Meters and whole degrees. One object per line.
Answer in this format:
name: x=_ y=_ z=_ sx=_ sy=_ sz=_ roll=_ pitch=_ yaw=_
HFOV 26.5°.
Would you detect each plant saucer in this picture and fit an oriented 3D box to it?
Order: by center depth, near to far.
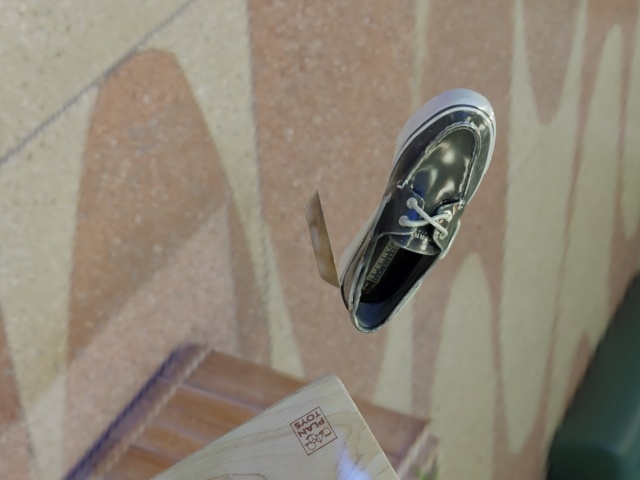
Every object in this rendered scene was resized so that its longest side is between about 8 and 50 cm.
plant saucer: x=0.000 y=0.000 z=1.094 sx=0.083 sy=0.015 sz=0.083 roll=166 pitch=-90 yaw=-89

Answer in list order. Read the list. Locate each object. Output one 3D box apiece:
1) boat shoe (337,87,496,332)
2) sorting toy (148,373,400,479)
boat shoe: x=0.081 y=-0.018 z=1.096 sx=0.070 sy=0.078 sz=0.219 roll=-95 pitch=-153 yaw=-56
sorting toy: x=-0.039 y=0.262 z=0.897 sx=0.257 sy=0.255 sz=0.089 roll=-30 pitch=176 yaw=-7
